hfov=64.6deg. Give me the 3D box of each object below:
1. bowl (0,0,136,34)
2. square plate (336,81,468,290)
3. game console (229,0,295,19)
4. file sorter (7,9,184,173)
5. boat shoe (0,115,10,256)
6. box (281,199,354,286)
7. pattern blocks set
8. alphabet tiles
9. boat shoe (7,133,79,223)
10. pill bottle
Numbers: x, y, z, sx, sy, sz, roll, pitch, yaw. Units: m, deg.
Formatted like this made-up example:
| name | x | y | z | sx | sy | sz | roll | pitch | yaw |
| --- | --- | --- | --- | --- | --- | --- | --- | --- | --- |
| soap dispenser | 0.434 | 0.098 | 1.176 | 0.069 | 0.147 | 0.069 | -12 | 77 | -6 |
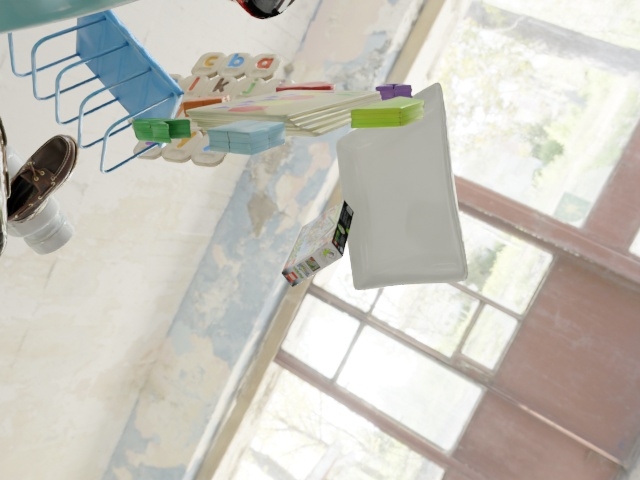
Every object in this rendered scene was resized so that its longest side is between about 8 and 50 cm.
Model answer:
| name | x | y | z | sx | sy | sz | roll | pitch | yaw |
| --- | --- | --- | --- | --- | --- | --- | --- | --- | --- |
| bowl | -0.225 | -0.175 | 0.212 | 0.311 | 0.311 | 0.163 | -42 | -53 | -50 |
| square plate | 0.153 | -0.081 | 1.001 | 0.049 | 0.347 | 0.345 | -3 | -96 | -30 |
| game console | 0.010 | -0.398 | 0.356 | 0.342 | 0.060 | 0.387 | -52 | -20 | -29 |
| file sorter | -0.268 | -0.185 | 0.602 | 0.104 | 0.170 | 0.118 | -42 | 1 | -35 |
| boat shoe | -0.513 | -0.081 | 0.744 | 0.324 | 0.122 | 0.120 | -53 | 34 | 39 |
| box | 0.000 | 0.000 | 0.960 | 0.114 | 0.036 | 0.207 | -32 | 16 | 21 |
| pattern blocks set | -0.028 | -0.138 | 0.539 | 0.324 | 0.285 | 0.026 | -24 | -60 | -41 |
| alphabet tiles | -0.187 | -0.232 | 0.873 | 0.021 | 0.283 | 0.278 | 71 | -146 | -52 |
| boat shoe | -0.547 | -0.117 | 0.978 | 0.207 | 0.073 | 0.073 | -54 | -4 | 8 |
| pill bottle | -0.651 | -0.081 | 1.102 | 0.131 | 0.131 | 0.229 | -53 | -40 | -28 |
